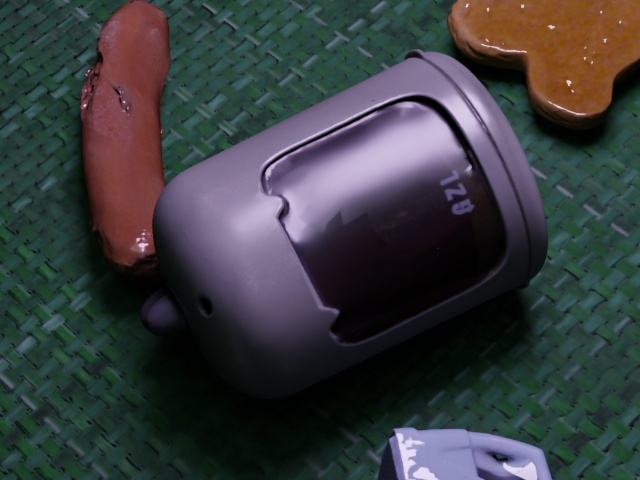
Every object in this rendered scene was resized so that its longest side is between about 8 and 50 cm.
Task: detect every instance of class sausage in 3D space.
[{"bbox_3d":[-0.174,-0.094,1.511,0.087,0.079,0.326,-8,53,1],"label":"sausage"}]

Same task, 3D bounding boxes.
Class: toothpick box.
[{"bbox_3d":[0.000,0.000,1.359,0.316,0.229,0.229,-26,56,-10],"label":"toothpick box"}]

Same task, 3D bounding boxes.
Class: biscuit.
[{"bbox_3d":[0.303,-0.223,1.573,0.340,0.047,0.216,-34,61,-20],"label":"biscuit"}]

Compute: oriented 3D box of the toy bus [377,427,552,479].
[{"bbox_3d":[0.126,0.290,1.194,0.136,0.109,0.329,-5,54,-9],"label":"toy bus"}]
